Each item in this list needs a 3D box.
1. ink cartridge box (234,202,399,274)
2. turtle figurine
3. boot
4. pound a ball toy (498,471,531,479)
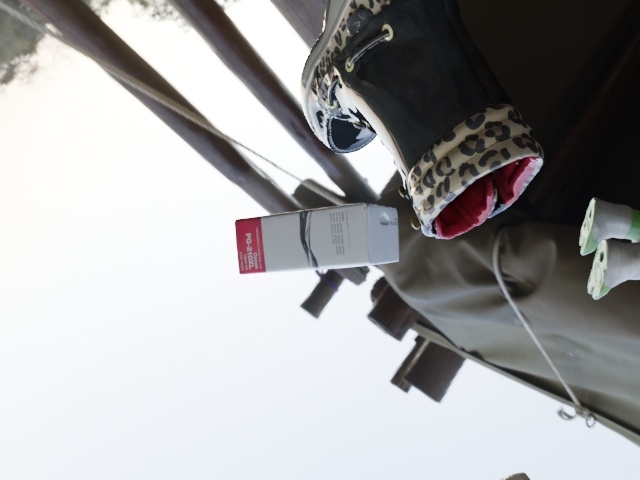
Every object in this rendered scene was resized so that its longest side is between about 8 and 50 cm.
[{"bbox_3d":[0.000,0.000,0.981,0.238,0.172,0.100,-6,-92,23],"label":"ink cartridge box"},{"bbox_3d":[0.441,0.051,0.651,0.267,0.274,0.197,8,-110,11],"label":"turtle figurine"},{"bbox_3d":[0.098,-0.132,0.675,0.138,0.284,0.377,-18,162,-18],"label":"boot"},{"bbox_3d":[0.394,0.447,0.768,0.136,0.208,0.319,-39,-106,-7],"label":"pound a ball toy"}]
